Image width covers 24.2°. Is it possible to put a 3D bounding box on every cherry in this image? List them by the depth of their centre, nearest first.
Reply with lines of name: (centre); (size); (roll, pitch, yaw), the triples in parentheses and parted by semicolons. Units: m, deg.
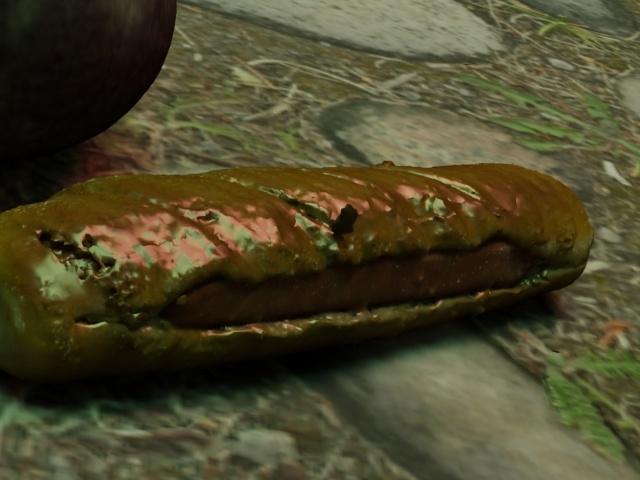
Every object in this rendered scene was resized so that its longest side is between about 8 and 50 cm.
cherry: (-0.139, -0.106, 0.596); (0.176, 0.140, 0.176); (29, 4, -2)

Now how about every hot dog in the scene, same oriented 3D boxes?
hot dog: (-0.002, 0.003, 0.562); (0.088, 0.061, 0.286); (25, 23, 39)
